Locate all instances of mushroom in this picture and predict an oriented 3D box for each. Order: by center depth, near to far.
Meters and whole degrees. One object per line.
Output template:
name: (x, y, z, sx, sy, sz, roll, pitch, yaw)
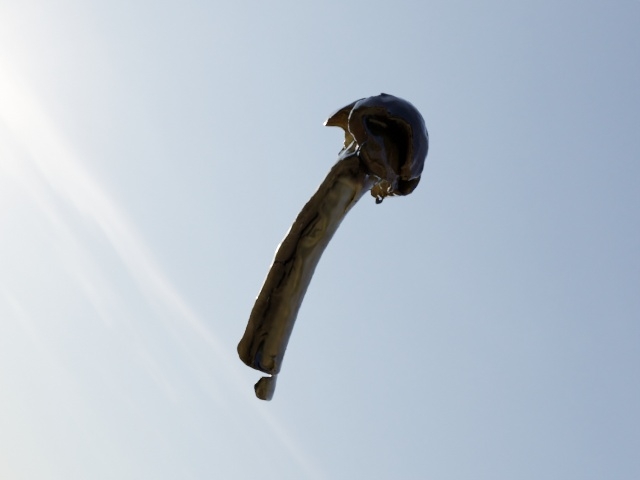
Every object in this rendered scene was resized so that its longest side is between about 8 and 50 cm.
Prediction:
mushroom: (0.000, 0.000, 0.589, 0.060, 0.187, 0.061, 32, -4, -24)
